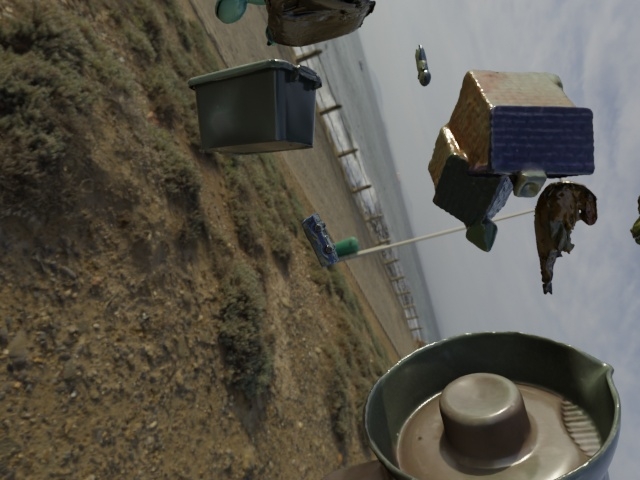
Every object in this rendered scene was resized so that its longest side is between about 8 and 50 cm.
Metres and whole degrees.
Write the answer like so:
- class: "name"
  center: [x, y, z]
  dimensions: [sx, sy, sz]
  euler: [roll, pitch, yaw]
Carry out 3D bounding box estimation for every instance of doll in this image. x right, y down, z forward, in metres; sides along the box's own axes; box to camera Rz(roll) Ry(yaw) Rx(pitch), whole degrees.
- class: "doll"
  center: [0.261, -0.450, 1.104]
  dimensions: [0.037, 0.027, 0.125]
  euler: [120, -34, -64]
- class: "doll"
  center: [-0.080, -0.353, 0.631]
  dimensions: [0.159, 0.158, 0.059]
  euler: [44, 44, -57]

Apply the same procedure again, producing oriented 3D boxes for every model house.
- class: "model house"
  center: [0.387, -0.155, 0.900]
  dimensions: [0.280, 0.244, 0.312]
  euler: [-94, -171, -45]
- class: "model house"
  center: [-0.003, -0.307, 0.445]
  dimensions: [0.203, 0.140, 0.165]
  euler: [-138, -139, -75]

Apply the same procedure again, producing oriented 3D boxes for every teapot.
- class: "teapot"
  center: [0.158, 0.288, 0.394]
  dimensions: [0.253, 0.299, 0.344]
  euler: [-91, 164, -78]

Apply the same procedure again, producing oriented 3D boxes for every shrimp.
- class: "shrimp"
  center: [0.520, 0.005, 0.919]
  dimensions: [0.066, 0.117, 0.262]
  euler: [-25, 111, -45]

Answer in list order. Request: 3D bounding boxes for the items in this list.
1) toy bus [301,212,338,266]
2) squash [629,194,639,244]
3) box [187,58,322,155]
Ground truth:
- class: "toy bus"
  center: [0.000, 0.000, 1.230]
  dimensions: [0.153, 0.061, 0.051]
  euler: [63, 23, -2]
- class: "squash"
  center: [0.353, -0.048, 0.405]
  dimensions: [0.105, 0.132, 0.105]
  euler: [-19, 90, -75]
- class: "box"
  center: [-0.121, -0.239, 0.816]
  dimensions: [0.163, 0.243, 0.135]
  euler: [-8, 97, -61]
